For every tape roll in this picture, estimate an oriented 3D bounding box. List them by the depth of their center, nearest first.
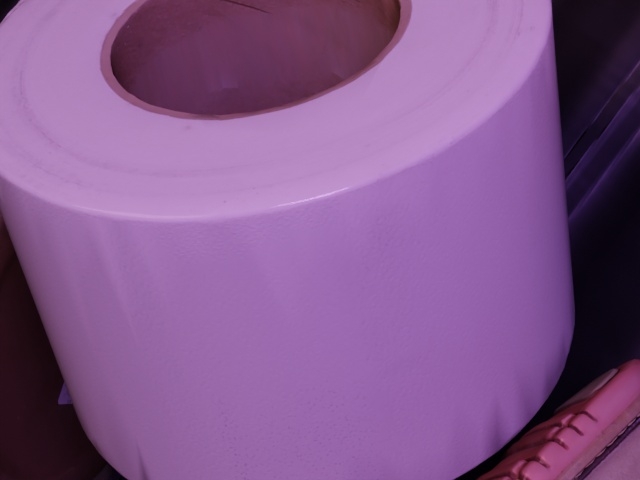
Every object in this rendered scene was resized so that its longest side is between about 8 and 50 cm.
[{"bbox_3d":[-0.014,-0.023,0.660,0.246,0.169,0.246,-7,39,6],"label":"tape roll"}]

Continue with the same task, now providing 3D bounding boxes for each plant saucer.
[{"bbox_3d":[-0.136,0.031,0.804,0.041,0.278,0.278,19,80,21],"label":"plant saucer"}]

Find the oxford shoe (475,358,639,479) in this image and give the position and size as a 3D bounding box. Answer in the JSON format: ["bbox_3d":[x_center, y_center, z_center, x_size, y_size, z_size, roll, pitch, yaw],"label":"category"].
[{"bbox_3d":[0.047,0.230,0.575,0.397,0.146,0.140,-54,-6,-11],"label":"oxford shoe"}]
